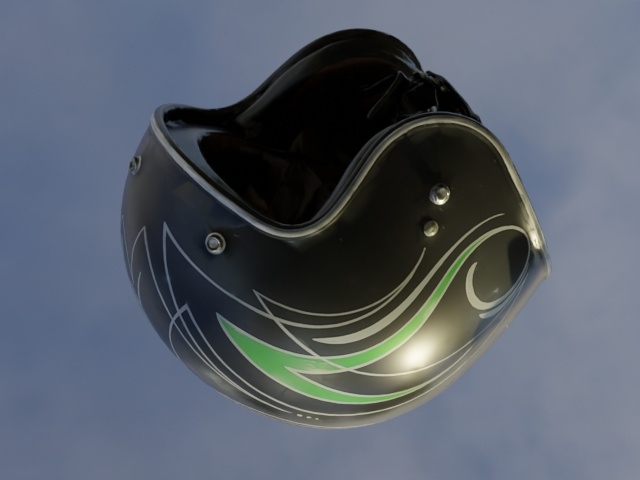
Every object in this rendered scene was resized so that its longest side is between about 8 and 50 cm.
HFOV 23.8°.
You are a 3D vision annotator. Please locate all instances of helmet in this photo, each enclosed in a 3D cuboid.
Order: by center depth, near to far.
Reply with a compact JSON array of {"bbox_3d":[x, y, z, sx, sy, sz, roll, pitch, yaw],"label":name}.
[{"bbox_3d":[0.000,0.000,0.655,0.161,0.169,0.169,-30,-100,-1],"label":"helmet"}]
